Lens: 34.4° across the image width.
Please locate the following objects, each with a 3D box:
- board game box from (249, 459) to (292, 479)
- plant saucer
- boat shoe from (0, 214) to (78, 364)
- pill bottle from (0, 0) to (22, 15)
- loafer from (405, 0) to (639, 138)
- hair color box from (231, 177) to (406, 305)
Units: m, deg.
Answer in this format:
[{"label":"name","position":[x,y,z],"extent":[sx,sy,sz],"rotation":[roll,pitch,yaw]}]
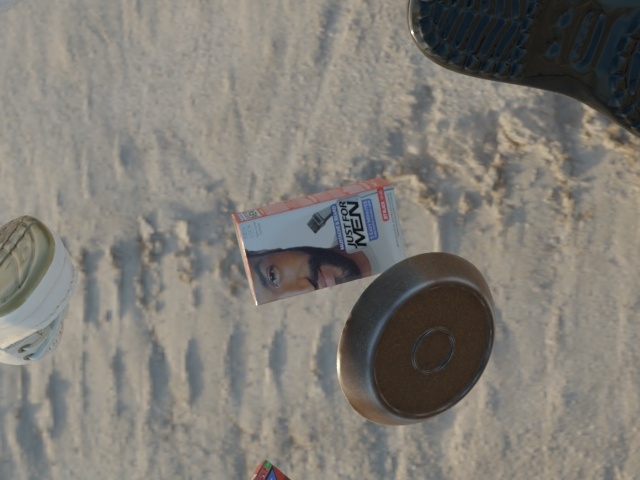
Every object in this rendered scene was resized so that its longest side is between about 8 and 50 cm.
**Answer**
[{"label":"board game box","position":[-0.072,0.414,1.241],"extent":[0.145,0.281,0.027],"rotation":[41,132,-9]},{"label":"plant saucer","position":[0.094,0.094,0.915],"extent":[0.029,0.169,0.168],"rotation":[33,108,54]},{"label":"boat shoe","position":[-0.237,0.049,0.803],"extent":[0.277,0.096,0.098],"rotation":[-5,46,57]},{"label":"pill bottle","position":[-0.442,-0.419,1.031],"extent":[0.224,0.224,0.392],"rotation":[27,146,39]},{"label":"loafer","position":[0.142,-0.110,0.530],"extent":[0.078,0.220,0.080],"rotation":[-109,39,-59]},{"label":"hair color box","position":[0.000,0.000,1.085],"extent":[0.053,0.167,0.093],"rotation":[-132,28,-73]}]
